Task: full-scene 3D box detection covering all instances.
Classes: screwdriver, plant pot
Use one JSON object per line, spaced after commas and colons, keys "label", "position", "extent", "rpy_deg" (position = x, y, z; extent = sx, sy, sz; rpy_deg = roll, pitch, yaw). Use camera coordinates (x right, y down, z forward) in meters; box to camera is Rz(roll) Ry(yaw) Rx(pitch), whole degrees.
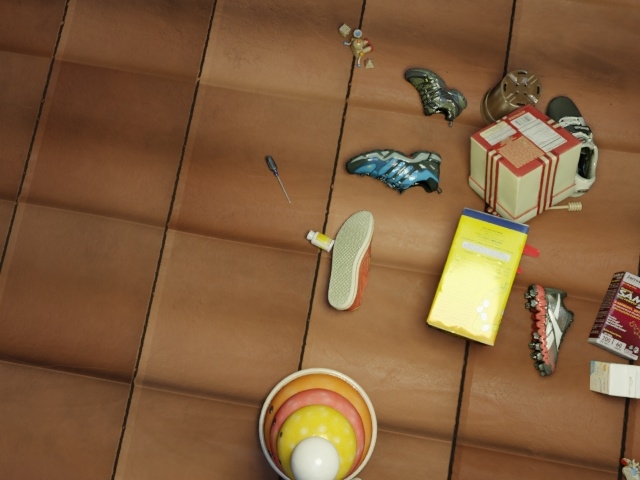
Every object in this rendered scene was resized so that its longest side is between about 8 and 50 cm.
{"label": "screwdriver", "position": [-0.136, -0.196, 1.850], "extent": [0.025, 0.024, 0.169], "rpy_deg": [-22, 88, 27]}
{"label": "plant pot", "position": [0.608, -0.447, 1.798], "extent": [0.167, 0.165, 0.166], "rpy_deg": [0, 81, 0]}

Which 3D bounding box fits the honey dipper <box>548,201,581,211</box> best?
{"label": "honey dipper", "position": [0.744, -0.103, 1.815], "extent": [0.161, 0.030, 0.030], "rpy_deg": [-5, 82, 3]}

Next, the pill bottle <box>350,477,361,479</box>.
{"label": "pill bottle", "position": [0.115, 0.815, 1.646], "extent": [0.121, 0.121, 0.221], "rpy_deg": [-27, 83, -3]}

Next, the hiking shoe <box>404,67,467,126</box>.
{"label": "hiking shoe", "position": [0.358, -0.465, 1.844], "extent": [0.227, 0.086, 0.114], "rpy_deg": [34, 80, 5]}

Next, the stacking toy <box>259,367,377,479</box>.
{"label": "stacking toy", "position": [-0.010, 0.528, 1.508], "extent": [0.351, 0.480, 0.350], "rpy_deg": [0, 81, 1]}

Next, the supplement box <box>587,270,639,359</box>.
{"label": "supplement box", "position": [0.930, 0.228, 1.742], "extent": [0.130, 0.073, 0.239], "rpy_deg": [24, 82, 5]}

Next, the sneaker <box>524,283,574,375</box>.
{"label": "sneaker", "position": [0.701, 0.269, 1.726], "extent": [0.135, 0.097, 0.275], "rpy_deg": [-1, 80, 3]}

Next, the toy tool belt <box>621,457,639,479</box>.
{"label": "toy tool belt", "position": [0.926, 0.678, 1.694], "extent": [0.051, 0.052, 0.083], "rpy_deg": [-18, 84, -33]}

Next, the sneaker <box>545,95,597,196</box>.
{"label": "sneaker", "position": [0.803, -0.313, 1.788], "extent": [0.123, 0.146, 0.330], "rpy_deg": [-10, 80, 1]}

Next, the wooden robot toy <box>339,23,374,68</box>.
{"label": "wooden robot toy", "position": [0.128, -0.651, 1.878], "extent": [0.076, 0.079, 0.173], "rpy_deg": [-30, 83, -3]}

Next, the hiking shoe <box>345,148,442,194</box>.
{"label": "hiking shoe", "position": [0.233, -0.212, 1.795], "extent": [0.305, 0.113, 0.131], "rpy_deg": [-1, 81, 1]}

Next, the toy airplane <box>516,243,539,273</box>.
{"label": "toy airplane", "position": [0.610, 0.039, 1.796], "extent": [0.151, 0.028, 0.151], "rpy_deg": [0, 81, 3]}

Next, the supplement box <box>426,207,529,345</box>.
{"label": "supplement box", "position": [0.459, 0.114, 1.692], "extent": [0.196, 0.194, 0.356], "rpy_deg": [18, 83, 13]}

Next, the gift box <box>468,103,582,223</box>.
{"label": "gift box", "position": [0.600, -0.229, 1.716], "extent": [0.255, 0.258, 0.276], "rpy_deg": [-25, 51, -5]}

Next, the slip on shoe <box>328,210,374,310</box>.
{"label": "slip on shoe", "position": [0.105, 0.063, 1.772], "extent": [0.123, 0.101, 0.330], "rpy_deg": [-2, 67, 35]}

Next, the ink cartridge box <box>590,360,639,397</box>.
{"label": "ink cartridge box", "position": [0.871, 0.407, 1.680], "extent": [0.090, 0.143, 0.092], "rpy_deg": [5, 82, 2]}

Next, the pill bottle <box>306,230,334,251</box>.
{"label": "pill bottle", "position": [0.000, 0.000, 1.804], "extent": [0.083, 0.043, 0.043], "rpy_deg": [28, 83, 4]}
